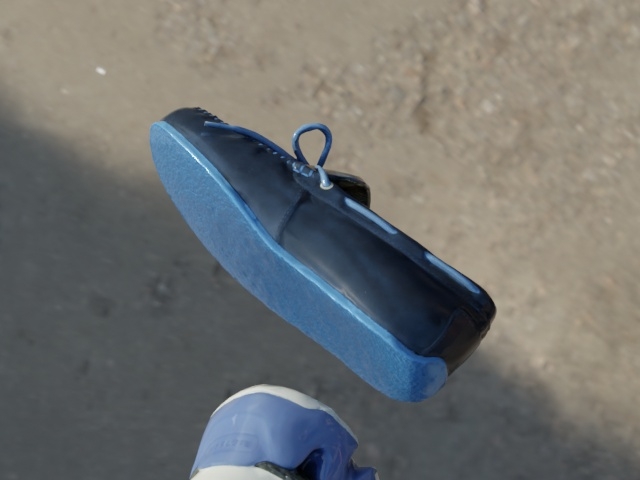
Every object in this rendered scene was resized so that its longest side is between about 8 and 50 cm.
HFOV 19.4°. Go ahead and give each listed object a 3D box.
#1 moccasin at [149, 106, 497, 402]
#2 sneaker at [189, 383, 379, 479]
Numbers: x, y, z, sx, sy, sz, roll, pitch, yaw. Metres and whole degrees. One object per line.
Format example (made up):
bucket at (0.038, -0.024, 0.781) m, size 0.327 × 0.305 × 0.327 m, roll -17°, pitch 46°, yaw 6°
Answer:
moccasin at (0.000, 0.000, 1.534) m, size 0.117 × 0.138 × 0.342 m, roll -37°, pitch 64°, yaw -23°
sneaker at (-0.022, 0.251, 0.940) m, size 0.127 × 0.182 × 0.315 m, roll -14°, pitch 105°, yaw 39°
